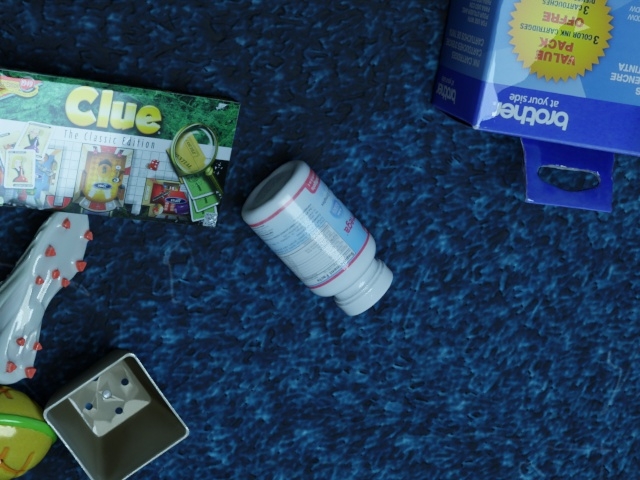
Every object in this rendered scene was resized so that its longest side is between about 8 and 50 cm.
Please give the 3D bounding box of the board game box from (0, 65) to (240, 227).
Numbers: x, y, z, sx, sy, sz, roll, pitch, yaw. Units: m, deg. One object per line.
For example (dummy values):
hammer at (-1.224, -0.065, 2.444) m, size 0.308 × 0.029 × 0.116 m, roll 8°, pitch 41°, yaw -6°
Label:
board game box at (-0.212, -0.091, 1.697) m, size 0.259 × 0.030 × 0.136 m, roll 5°, pitch 100°, yaw -28°

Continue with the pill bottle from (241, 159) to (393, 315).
pill bottle at (0.000, 0.000, 1.766) m, size 0.087 × 0.087 × 0.160 m, roll -43°, pitch 109°, yaw -1°

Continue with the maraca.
maraca at (-0.358, 0.194, 1.716) m, size 0.185 × 0.127 × 0.099 m, roll 1°, pitch 66°, yaw -6°

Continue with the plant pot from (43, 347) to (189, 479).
plant pot at (-0.214, 0.171, 1.751) m, size 0.109 × 0.096 × 0.109 m, roll -35°, pitch 109°, yaw -4°

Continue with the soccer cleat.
soccer cleat at (-0.296, 0.048, 1.722) m, size 0.068 × 0.076 × 0.196 m, roll 31°, pitch 79°, yaw -51°

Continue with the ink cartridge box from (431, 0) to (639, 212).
ink cartridge box at (0.280, -0.234, 1.748) m, size 0.270 × 0.151 × 0.396 m, roll 7°, pitch 103°, yaw -15°
